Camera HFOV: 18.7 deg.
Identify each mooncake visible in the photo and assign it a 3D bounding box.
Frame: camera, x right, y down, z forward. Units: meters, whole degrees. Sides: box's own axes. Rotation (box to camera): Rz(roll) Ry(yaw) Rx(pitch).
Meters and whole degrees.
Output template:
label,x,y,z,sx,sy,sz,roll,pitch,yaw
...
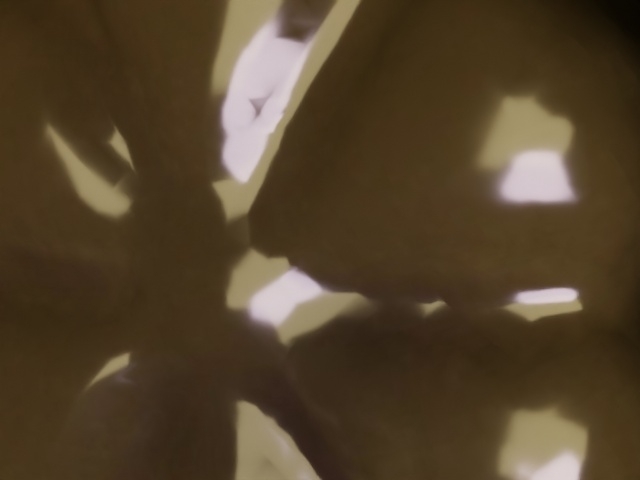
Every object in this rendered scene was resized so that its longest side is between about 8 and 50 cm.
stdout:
label,x,y,z,sx,sy,sz,roll,pitch,yaw
mooncake,0.000,0.000,1.015,0.467,0.262,0.467,8,108,26
